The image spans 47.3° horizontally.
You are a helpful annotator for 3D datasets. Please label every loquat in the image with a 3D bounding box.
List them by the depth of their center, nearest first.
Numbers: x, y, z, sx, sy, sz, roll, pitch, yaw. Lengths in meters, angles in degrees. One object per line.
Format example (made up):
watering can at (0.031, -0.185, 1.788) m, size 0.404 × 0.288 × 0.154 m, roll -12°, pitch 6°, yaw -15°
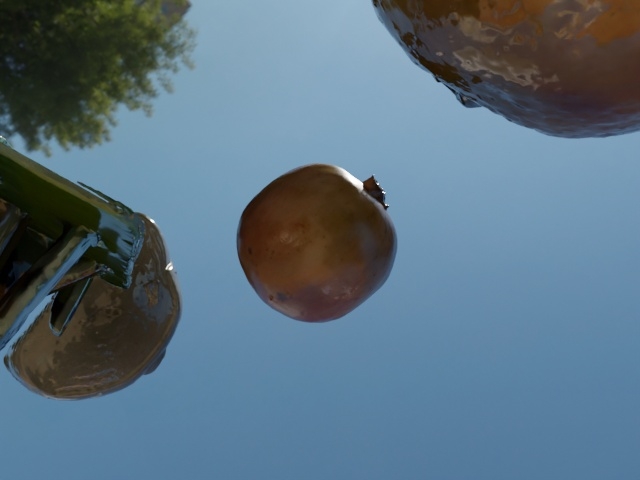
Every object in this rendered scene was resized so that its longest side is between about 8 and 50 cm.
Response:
loquat at (0.189, -0.223, 0.482) m, size 0.329 × 0.328 × 0.328 m, roll -20°, pitch -138°, yaw 19°

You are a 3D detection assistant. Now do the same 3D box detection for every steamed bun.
steamed bun at (-0.403, 0.144, 1.402) m, size 0.383 × 0.236 × 0.247 m, roll -58°, pitch -157°, yaw -18°

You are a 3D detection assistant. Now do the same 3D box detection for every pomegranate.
pomegranate at (-0.001, 0.004, 0.841) m, size 0.191 × 0.191 × 0.191 m, roll -20°, pitch -138°, yaw 19°

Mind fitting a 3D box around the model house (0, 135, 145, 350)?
model house at (-0.274, 0.078, 0.418) m, size 0.312 × 0.243 × 0.358 m, roll -65°, pitch -167°, yaw -15°
